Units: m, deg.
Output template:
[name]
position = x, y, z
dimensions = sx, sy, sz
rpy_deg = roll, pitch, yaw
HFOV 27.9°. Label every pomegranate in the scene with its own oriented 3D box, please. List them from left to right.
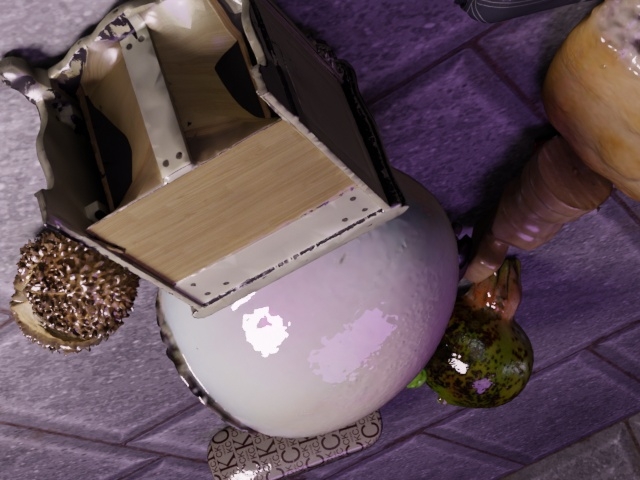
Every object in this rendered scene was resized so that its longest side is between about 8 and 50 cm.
[pomegranate]
position = 0.278, 0.163, 2.307
dimensions = 0.222, 0.276, 0.204
rpy_deg = 21, 164, -14

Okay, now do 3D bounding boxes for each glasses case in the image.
[glasses case]
position = -0.051, 0.393, 2.546
dimensions = 0.355, 0.137, 0.085
rpy_deg = -20, 163, -4

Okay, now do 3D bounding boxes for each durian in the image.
[durian]
position = -0.310, 0.056, 1.688
dimensions = 0.196, 0.167, 0.196
rpy_deg = -27, 180, 0

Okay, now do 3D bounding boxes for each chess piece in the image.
[chess piece]
position = 0.310, -0.040, 1.970
dimensions = 0.137, 0.137, 0.301
rpy_deg = -7, 159, -28

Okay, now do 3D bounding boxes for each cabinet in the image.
[cabinet]
position = -0.123, -0.113, 1.379
dimensions = 0.290, 0.227, 0.318
rpy_deg = -28, 150, 16

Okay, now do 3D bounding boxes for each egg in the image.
[egg]
position = 0.018, 0.038, 1.624
dimensions = 0.355, 0.354, 0.340
rpy_deg = 6, 147, -44

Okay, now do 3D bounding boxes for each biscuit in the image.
[biscuit]
position = 0.469, -0.124, 1.655
dimensions = 0.104, 0.429, 0.446
rpy_deg = -58, -176, -13

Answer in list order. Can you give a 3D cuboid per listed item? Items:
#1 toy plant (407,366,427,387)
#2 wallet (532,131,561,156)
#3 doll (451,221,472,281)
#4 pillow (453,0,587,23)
[toy plant]
position = 0.043, 0.189, 2.148
dimensions = 0.316, 0.224, 0.184
rpy_deg = -2, 109, -39
[wallet]
position = 0.374, -0.119, 1.993
dimensions = 0.103, 0.020, 0.196
rpy_deg = -19, 155, -4
[doll]
position = 0.142, 0.076, 1.996
dimensions = 0.117, 0.257, 0.182
rpy_deg = 32, 170, -17
[pillow]
position = 0.305, -0.333, 1.431
dimensions = 0.335, 0.092, 0.161
rpy_deg = -15, 150, -15
